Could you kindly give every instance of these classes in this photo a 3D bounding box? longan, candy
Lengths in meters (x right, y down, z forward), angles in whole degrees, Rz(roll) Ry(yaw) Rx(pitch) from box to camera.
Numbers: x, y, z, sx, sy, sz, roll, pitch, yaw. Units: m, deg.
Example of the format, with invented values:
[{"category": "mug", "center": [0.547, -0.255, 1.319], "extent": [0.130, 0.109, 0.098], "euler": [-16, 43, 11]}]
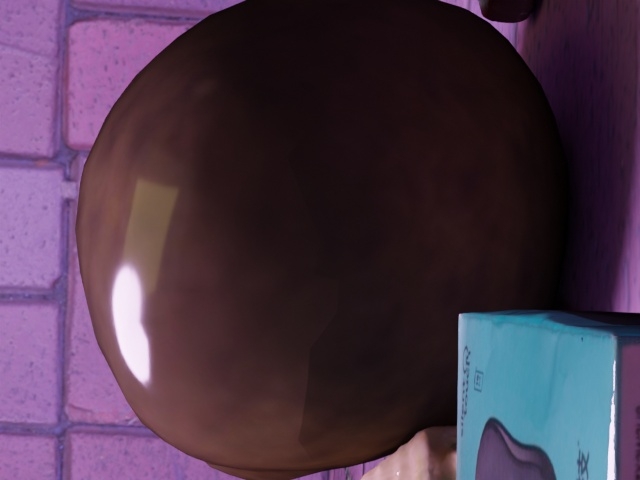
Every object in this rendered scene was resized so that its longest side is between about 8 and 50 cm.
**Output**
[{"category": "longan", "center": [0.000, 0.000, 1.063], "extent": [0.404, 0.336, 0.404], "euler": [-54, -13, -18]}, {"category": "candy", "center": [0.148, -0.223, 1.176], "extent": [0.103, 0.043, 0.103], "euler": [-178, 90, -85]}]

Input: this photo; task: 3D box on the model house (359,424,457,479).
[{"category": "model house", "center": [0.082, 0.246, 0.961], "extent": [0.234, 0.174, 0.193], "euler": [92, 178, -50]}]

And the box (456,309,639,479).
[{"category": "box", "center": [0.139, 0.132, 0.657], "extent": [0.311, 0.118, 0.205], "euler": [172, 102, -85]}]
